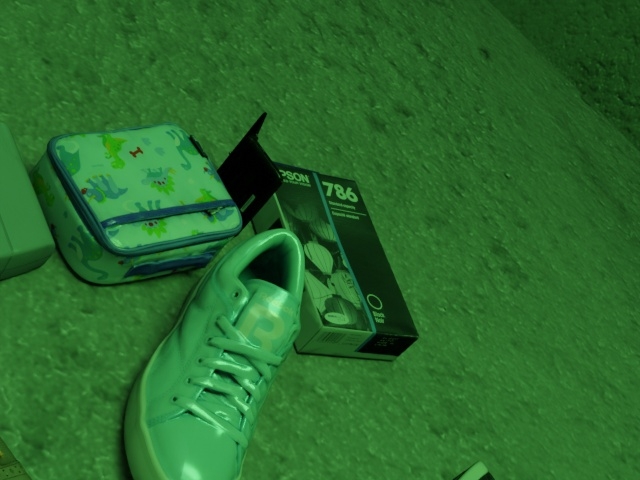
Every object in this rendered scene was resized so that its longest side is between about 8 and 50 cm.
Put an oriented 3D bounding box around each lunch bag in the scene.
[{"bbox_3d":[-0.204,-0.042,1.172,0.219,0.090,0.176,-10,63,-48],"label":"lunch bag"}]

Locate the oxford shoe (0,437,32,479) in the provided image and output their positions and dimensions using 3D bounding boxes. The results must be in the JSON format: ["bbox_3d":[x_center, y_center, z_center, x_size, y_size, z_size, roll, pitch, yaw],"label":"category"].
[{"bbox_3d":[-0.265,0.154,0.680,0.364,0.132,0.130,18,5,21],"label":"oxford shoe"}]

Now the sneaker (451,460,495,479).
[{"bbox_3d":[0.164,0.332,1.135,0.121,0.079,0.217,50,34,13],"label":"sneaker"}]

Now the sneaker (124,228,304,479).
[{"bbox_3d":[-0.095,0.111,1.057,0.135,0.150,0.366,30,36,-17],"label":"sneaker"}]

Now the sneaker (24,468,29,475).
[{"bbox_3d":[-0.237,0.283,0.783,0.114,0.152,0.305,-24,47,-34],"label":"sneaker"}]

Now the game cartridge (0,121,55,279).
[{"bbox_3d":[-0.412,-0.042,0.997,0.297,0.062,0.198,0,48,-45],"label":"game cartridge"}]

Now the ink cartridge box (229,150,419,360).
[{"bbox_3d":[0.000,0.000,1.349,0.165,0.065,0.332,8,46,-38],"label":"ink cartridge box"}]

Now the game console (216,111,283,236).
[{"bbox_3d":[-0.091,-0.082,1.293,0.071,0.122,0.107,-18,66,-52],"label":"game console"}]
